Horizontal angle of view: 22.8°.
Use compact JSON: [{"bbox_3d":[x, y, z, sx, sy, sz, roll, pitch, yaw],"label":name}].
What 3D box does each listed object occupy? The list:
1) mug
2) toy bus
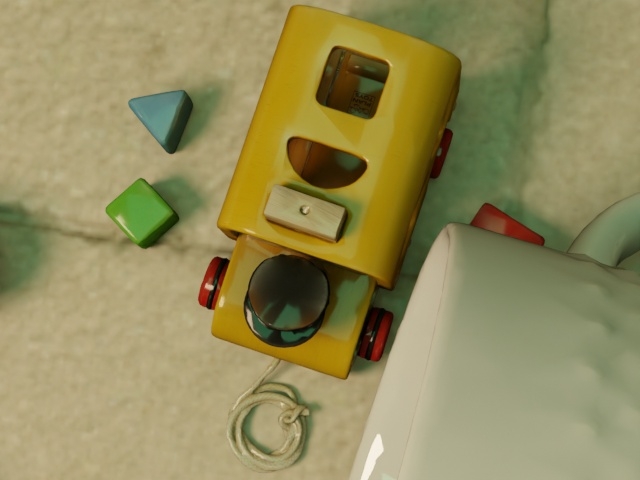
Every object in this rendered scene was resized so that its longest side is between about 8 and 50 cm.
[{"bbox_3d":[0.180,0.132,0.686,0.328,0.276,0.374,17,54,0],"label":"mug"},{"bbox_3d":[-0.001,-0.013,0.774,0.191,0.104,0.202,-28,82,0],"label":"toy bus"}]
